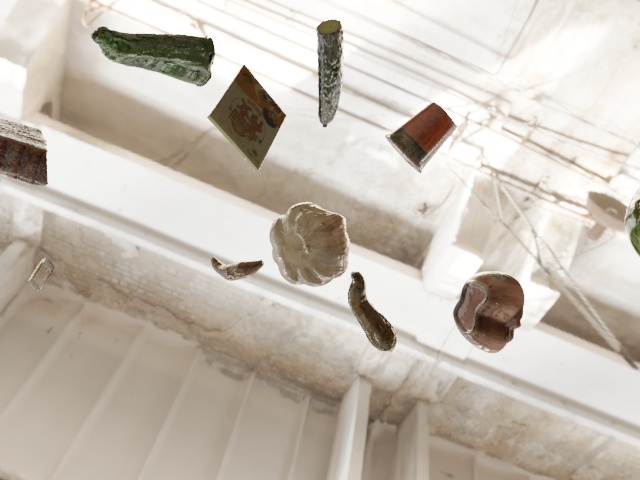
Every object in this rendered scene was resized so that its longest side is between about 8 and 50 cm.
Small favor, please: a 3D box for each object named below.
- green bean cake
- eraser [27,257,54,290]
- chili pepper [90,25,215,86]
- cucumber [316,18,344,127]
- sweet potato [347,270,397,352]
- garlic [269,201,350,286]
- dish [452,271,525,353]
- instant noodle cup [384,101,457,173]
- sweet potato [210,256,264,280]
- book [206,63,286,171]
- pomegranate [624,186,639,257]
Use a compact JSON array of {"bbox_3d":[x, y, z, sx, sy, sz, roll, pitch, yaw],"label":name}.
[{"bbox_3d":[-0.737,-0.219,1.363,0.198,0.097,0.233,18,-167,-20],"label":"green bean cake"},{"bbox_3d":[-0.723,0.087,1.457,0.019,0.038,0.083,-15,-142,17],"label":"eraser"},{"bbox_3d":[-0.262,-0.303,0.888,0.059,0.088,0.227,24,-163,28],"label":"chili pepper"},{"bbox_3d":[0.022,-0.380,1.332,0.067,0.294,0.068,0,-125,0],"label":"cucumber"},{"bbox_3d":[0.124,0.184,1.448,0.062,0.081,0.233,-34,-83,-49],"label":"sweet potato"},{"bbox_3d":[0.000,0.000,1.392,0.218,0.219,0.212,38,-149,19],"label":"garlic"},{"bbox_3d":[0.406,0.171,1.417,0.090,0.213,0.213,12,-144,-26],"label":"dish"},{"bbox_3d":[0.240,-0.246,1.317,0.127,0.135,0.127,45,-173,-7],"label":"instant noodle cup"},{"bbox_3d":[-0.286,0.095,1.853,0.255,0.078,0.058,0,174,42],"label":"sweet potato"},{"bbox_3d":[-0.206,-0.363,1.644,0.208,0.020,0.295,48,-141,-28],"label":"book"},{"bbox_3d":[0.580,-0.014,0.853,0.224,0.181,0.181,28,-150,-27],"label":"pomegranate"}]
